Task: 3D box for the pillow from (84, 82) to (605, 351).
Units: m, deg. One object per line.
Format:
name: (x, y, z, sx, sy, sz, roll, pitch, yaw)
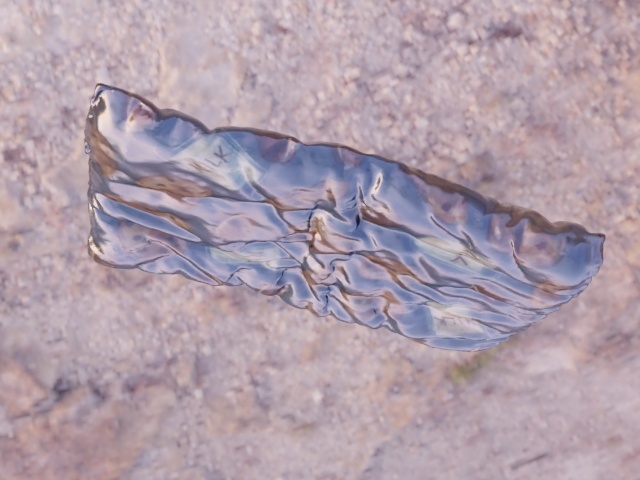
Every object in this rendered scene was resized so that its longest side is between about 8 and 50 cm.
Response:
pillow: (0.002, 0.000, 0.639, 0.255, 0.034, 0.189, 16, 156, -5)
